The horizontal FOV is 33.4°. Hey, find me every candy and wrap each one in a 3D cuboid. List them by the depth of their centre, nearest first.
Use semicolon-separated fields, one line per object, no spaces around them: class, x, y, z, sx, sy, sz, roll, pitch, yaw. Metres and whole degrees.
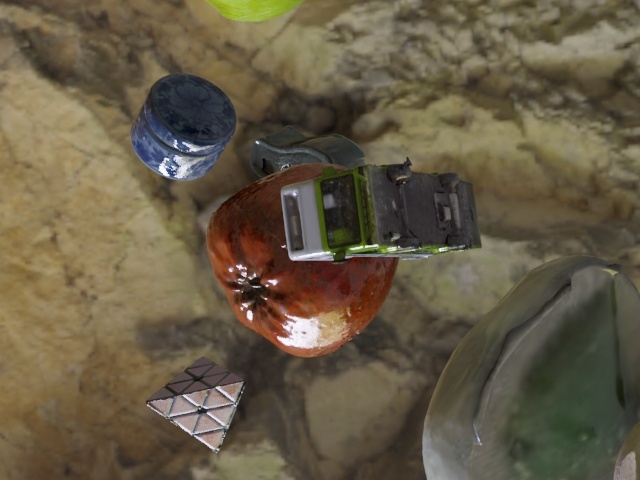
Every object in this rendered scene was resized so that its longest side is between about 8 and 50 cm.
candy;0.312;0.238;1.540;0.427;0.186;0.386;-31;-68;-31

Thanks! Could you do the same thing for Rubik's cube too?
Rubik's cube;-0.229;0.300;2.280;0.211;0.190;0.178;45;-158;-32

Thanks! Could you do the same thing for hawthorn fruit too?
hawthorn fruit;0.000;0.000;1.521;0.307;0.276;0.276;-43;-47;-24

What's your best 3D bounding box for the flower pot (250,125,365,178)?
flower pot;-0.029;-0.164;2.177;0.108;0.229;0.103;-25;-58;-48

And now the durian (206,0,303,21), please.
durian;-0.089;-0.389;1.306;0.339;0.205;0.255;-63;-40;-49

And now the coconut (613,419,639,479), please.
coconut;0.384;0.264;1.116;0.162;0.161;0.161;-27;-70;-69

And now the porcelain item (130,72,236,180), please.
porcelain item;-0.213;-0.181;1.668;0.114;0.147;0.147;-51;22;48

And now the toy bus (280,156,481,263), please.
toy bus;0.087;-0.027;1.294;0.302;0.139;0.113;2;-100;-58
